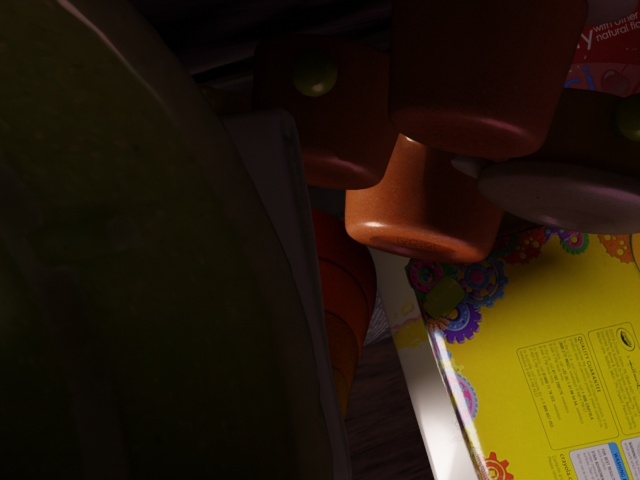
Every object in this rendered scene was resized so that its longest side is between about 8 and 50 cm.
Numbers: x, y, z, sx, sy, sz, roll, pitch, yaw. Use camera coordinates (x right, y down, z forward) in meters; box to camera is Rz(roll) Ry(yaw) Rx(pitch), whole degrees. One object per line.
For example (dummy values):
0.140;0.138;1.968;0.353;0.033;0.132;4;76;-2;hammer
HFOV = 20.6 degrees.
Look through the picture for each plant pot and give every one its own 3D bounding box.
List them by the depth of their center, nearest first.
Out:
-0.181;0.068;0.367;0.254;0.276;0.276;-1;-170;42;plant pot

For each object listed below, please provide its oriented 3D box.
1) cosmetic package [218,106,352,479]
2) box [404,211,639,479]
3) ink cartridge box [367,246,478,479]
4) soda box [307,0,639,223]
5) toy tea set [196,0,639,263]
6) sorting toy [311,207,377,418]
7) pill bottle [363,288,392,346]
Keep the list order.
-0.206;0.065;0.691;0.385;0.156;0.217;-8;175;-19;cosmetic package
0.223;0.089;1.026;0.177;0.290;0.279;-17;-173;30;box
0.141;0.049;1.212;0.119;0.353;0.207;-17;179;30;ink cartridge box
0.096;-0.075;1.049;0.263;0.092;0.083;-17;180;19;soda box
0.054;-0.076;0.791;0.200;0.124;0.336;16;169;-24;toy tea set
-0.132;0.059;0.869;0.366;0.127;0.126;3;-146;-19;sorting toy
0.000;0.000;1.340;0.176;0.176;0.318;-17;179;36;pill bottle
